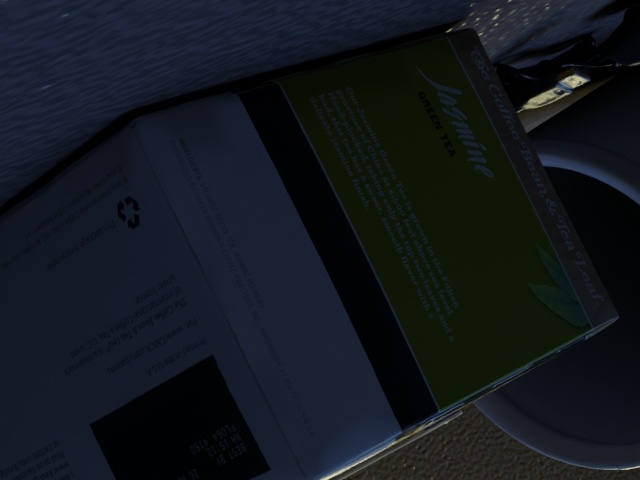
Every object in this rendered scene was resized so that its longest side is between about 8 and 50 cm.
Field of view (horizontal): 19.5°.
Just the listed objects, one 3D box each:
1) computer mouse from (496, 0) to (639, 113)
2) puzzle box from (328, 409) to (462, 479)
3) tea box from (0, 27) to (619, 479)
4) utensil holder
[{"bbox_3d":[0.249,-0.166,1.436,0.262,0.060,0.184,-15,-171,43],"label":"computer mouse"},{"bbox_3d":[-0.012,0.167,2.319,0.052,0.272,0.409,-30,174,42],"label":"puzzle box"},{"bbox_3d":[-0.056,0.054,1.170,0.329,0.220,0.323,-30,173,41],"label":"tea box"},{"bbox_3d":[0.333,-0.009,1.835,0.327,0.327,0.385,-31,-178,46],"label":"utensil holder"}]
